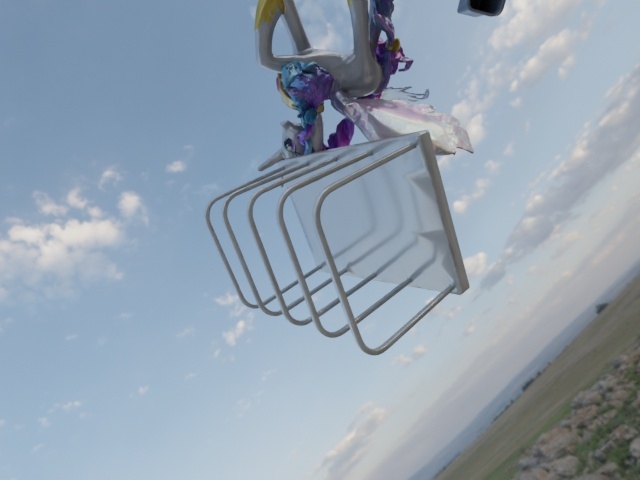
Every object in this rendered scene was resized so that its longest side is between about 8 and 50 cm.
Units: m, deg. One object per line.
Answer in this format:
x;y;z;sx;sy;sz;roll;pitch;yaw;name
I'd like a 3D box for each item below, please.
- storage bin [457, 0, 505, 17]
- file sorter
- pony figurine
0.366;-0.568;0.939;0.098;0.091;0.135;7;-74;-10;storage bin
0.000;0.000;0.532;0.173;0.278;0.192;-30;-70;-31;file sorter
0.053;-0.268;0.693;0.351;0.303;0.363;-7;-59;-4;pony figurine
